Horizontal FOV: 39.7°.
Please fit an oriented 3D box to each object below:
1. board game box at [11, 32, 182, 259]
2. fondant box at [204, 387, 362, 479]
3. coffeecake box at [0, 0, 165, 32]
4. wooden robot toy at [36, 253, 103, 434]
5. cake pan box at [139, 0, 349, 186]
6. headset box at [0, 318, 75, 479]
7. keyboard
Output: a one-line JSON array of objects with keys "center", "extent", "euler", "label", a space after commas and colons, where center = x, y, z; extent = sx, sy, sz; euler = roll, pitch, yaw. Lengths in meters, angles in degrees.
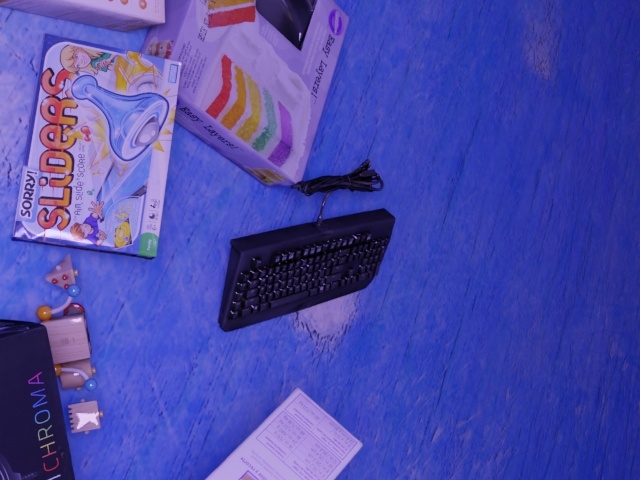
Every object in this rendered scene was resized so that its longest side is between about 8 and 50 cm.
[{"center": [-0.217, -0.090, 0.868], "extent": [0.136, 0.035, 0.201], "euler": [8, 81, -19], "label": "board game box"}, {"center": [-0.121, 0.322, 0.867], "extent": [0.096, 0.238, 0.330], "euler": [39, 45, 10], "label": "fondant box"}, {"center": [-0.244, -0.292, 0.862], "extent": [0.186, 0.068, 0.142], "euler": [-1, 90, -51], "label": "coffeecake box"}, {"center": [-0.261, 0.104, 0.853], "extent": [0.079, 0.076, 0.173], "euler": [-10, 98, -15], "label": "wooden robot toy"}, {"center": [-0.083, -0.232, 1.060], "extent": [0.246, 0.070, 0.266], "euler": [38, 61, -46], "label": "cake pan box"}, {"center": [-0.344, 0.212, 0.677], "extent": [0.283, 0.131, 0.246], "euler": [-15, 100, -50], "label": "headset box"}, {"center": [0.000, 0.000, 1.131], "extent": [0.317, 0.033, 0.201], "euler": [-14, 122, -51], "label": "keyboard"}]
